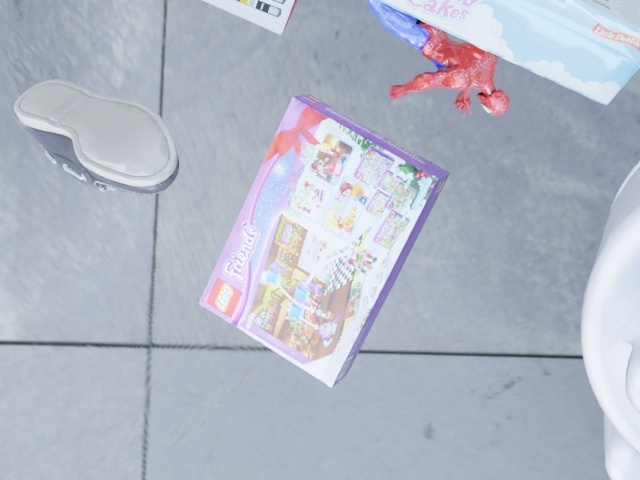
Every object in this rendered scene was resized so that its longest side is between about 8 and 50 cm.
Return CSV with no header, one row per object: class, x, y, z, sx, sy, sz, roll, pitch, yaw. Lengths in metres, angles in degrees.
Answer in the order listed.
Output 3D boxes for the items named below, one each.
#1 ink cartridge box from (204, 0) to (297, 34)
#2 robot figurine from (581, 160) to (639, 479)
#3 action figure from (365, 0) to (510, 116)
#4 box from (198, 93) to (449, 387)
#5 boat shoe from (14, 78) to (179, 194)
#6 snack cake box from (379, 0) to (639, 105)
ink cartridge box,-0.050,-0.401,1.386,0.271,0.309,0.130,23,57,-3
robot figurine,0.271,0.030,0.740,0.199,0.353,0.300,39,113,4
action figure,0.103,-0.225,1.396,0.280,0.139,0.091,44,55,13
box,0.000,0.000,1.431,0.201,0.057,0.293,31,110,14
boat shoe,-0.181,-0.078,1.011,0.075,0.065,0.206,-42,46,-23
snack cake box,0.166,-0.244,1.067,0.264,0.089,0.152,22,47,-13
